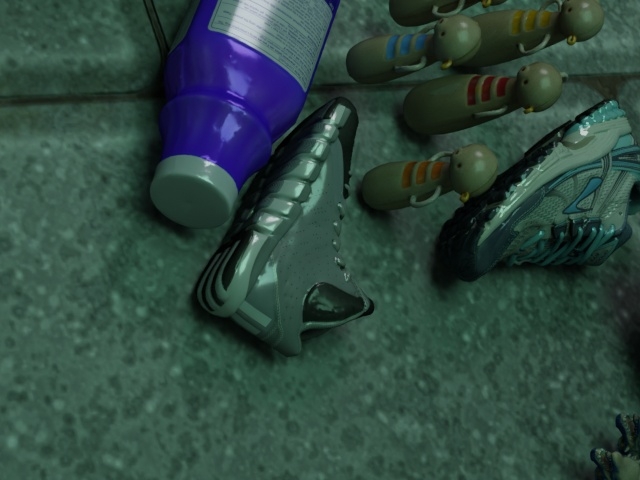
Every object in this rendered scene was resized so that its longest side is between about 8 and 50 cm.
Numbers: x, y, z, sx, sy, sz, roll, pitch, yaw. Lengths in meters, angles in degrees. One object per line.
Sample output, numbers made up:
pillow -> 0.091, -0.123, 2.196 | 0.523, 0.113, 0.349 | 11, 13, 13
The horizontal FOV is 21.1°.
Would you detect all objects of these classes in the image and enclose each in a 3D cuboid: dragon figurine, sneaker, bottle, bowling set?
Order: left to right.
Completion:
bottle -> -0.067, -0.135, 1.409 | 0.118, 0.092, 0.283 | 31, 51, -18
sneaker -> 0.000, 0.000, 1.394 | 0.132, 0.086, 0.228 | 40, 59, -15
bowling set -> 0.112, -0.175, 1.474 | 0.200, 0.154, 0.287 | 56, 44, -30
sneaker -> 0.218, -0.026, 1.533 | 0.283, 0.110, 0.122 | -37, 91, -42
dragon figurine -> 0.358, 0.247, 1.470 | 0.289, 0.144, 0.085 | 42, 66, -18
